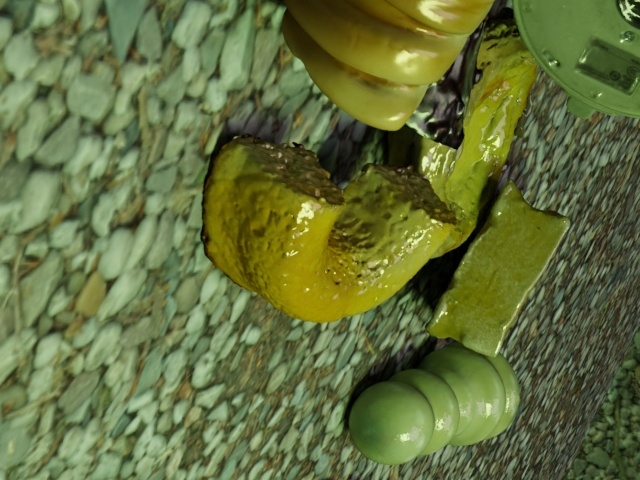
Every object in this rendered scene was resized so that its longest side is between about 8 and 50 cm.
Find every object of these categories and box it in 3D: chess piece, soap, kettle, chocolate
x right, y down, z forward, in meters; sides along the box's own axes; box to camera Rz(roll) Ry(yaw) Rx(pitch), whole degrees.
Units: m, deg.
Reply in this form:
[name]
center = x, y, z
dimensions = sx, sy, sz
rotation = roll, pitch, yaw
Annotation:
[chess piece]
center = 0.135, 0.215, 1.495
dimensions = 0.251, 0.144, 0.144
rotation = -8, 122, -53
[soap]
center = 0.217, 0.039, 1.418
dimensions = 0.199, 0.091, 0.315
rotation = -62, 172, 2
[kettle]
center = 0.340, -0.295, 1.181
dimensions = 0.361, 0.250, 0.376
rotation = 108, 6, -49
[chocolate]
center = 0.088, -0.166, 0.986
dimensions = 0.133, 0.156, 0.156
rotation = -58, 156, 13

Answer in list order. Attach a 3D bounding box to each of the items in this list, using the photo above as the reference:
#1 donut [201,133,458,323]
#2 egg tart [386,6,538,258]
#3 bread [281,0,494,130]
[donut]
center = 0.001, 0.004, 1.027
dimensions = 0.259, 0.101, 0.152
rotation = 4, 124, -49
[egg tart]
center = 0.146, -0.115, 1.231
dimensions = 0.279, 0.095, 0.278
rotation = -50, 154, -36
[bread]
center = 0.076, -0.244, 0.827
dimensions = 0.121, 0.172, 0.311
rotation = 11, 125, -38
